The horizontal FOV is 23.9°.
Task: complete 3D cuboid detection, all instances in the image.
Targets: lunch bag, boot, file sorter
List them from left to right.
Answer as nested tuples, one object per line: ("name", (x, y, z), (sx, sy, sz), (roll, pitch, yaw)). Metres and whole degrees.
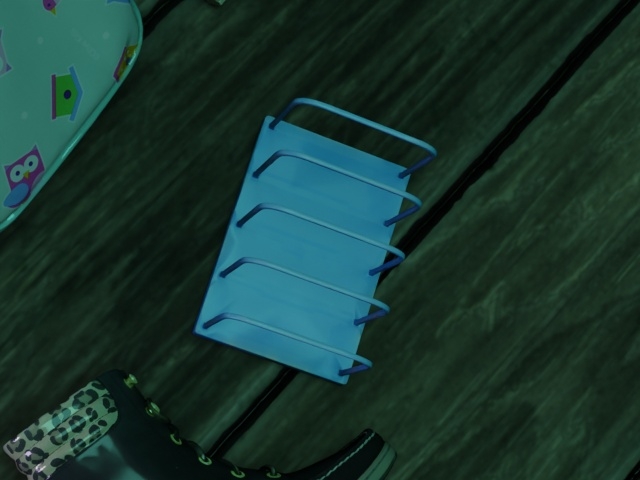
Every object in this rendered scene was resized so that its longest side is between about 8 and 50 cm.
("lunch bag", (-0.259, -0.142, 0.949), (0.224, 0.108, 0.279), (-55, 137, -13))
("boot", (-0.079, 0.151, 1.031), (0.236, 0.085, 0.179), (-33, 84, -24))
("file sorter", (0.000, 0.000, 1.064), (0.118, 0.104, 0.170), (20, 76, -11))

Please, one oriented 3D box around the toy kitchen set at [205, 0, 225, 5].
("toy kitchen set", (-0.035, -0.194, 1.108), (0.075, 0.083, 0.068), (-54, 138, -16))
